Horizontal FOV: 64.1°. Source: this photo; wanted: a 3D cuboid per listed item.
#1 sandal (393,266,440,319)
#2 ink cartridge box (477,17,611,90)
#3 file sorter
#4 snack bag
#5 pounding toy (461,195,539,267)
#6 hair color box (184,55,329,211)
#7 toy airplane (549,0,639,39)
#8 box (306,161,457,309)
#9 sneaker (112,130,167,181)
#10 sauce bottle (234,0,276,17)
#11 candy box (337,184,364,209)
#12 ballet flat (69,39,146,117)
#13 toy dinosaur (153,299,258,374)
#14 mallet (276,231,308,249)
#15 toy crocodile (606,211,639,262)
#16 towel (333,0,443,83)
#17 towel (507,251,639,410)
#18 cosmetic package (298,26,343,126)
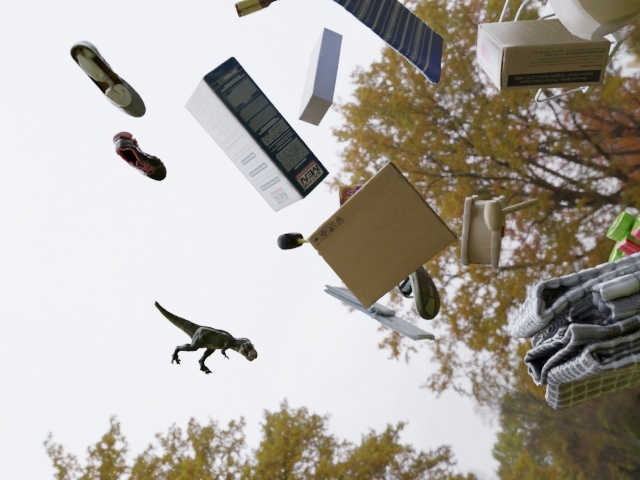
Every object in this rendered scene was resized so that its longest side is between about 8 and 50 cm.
[{"bbox_3d":[0.217,0.086,1.291,0.086,0.302,0.120,-36,-50,16],"label":"sandal"},{"bbox_3d":[0.437,-0.381,1.037,0.234,0.193,0.088,-83,-11,-56],"label":"ink cartridge box"},{"bbox_3d":[0.620,-0.545,1.372,0.173,0.277,0.193,-16,-22,-4],"label":"file sorter"},{"bbox_3d":[0.204,0.237,1.670,0.037,0.343,0.323,-63,-24,1],"label":"snack bag"},{"bbox_3d":[0.401,-0.020,1.142,0.269,0.155,0.154,-18,-70,-65],"label":"pounding toy"},{"bbox_3d":[-0.154,-0.243,1.229,0.105,0.174,0.347,-46,-76,-26],"label":"hair color box"},{"bbox_3d":[0.329,-0.268,0.253,0.272,0.386,0.384,38,-122,-66],"label":"toy airplane"},{"bbox_3d":[0.096,-0.004,0.854,0.201,0.164,0.021,-42,-5,24],"label":"box"},{"bbox_3d":[-0.325,-0.140,0.921,0.047,0.057,0.119,-36,-47,11],"label":"sneaker"},{"bbox_3d":[-0.169,-0.643,1.387,0.128,0.042,0.042,-18,-54,-1],"label":"sauce bottle"},{"bbox_3d":[0.153,-0.130,1.708,0.053,0.187,0.109,93,175,-63],"label":"candy box"},{"bbox_3d":[-0.505,-0.372,1.210,0.213,0.072,0.068,51,-164,-22],"label":"ballet flat"},{"bbox_3d":[-0.282,0.244,1.198,0.064,0.268,0.118,-147,81,-86],"label":"toy dinosaur"},{"bbox_3d":[0.000,0.000,1.104,0.062,0.190,0.039,-14,-78,-64],"label":"mallet"},{"bbox_3d":[0.704,-0.035,1.066,0.105,0.115,0.340,-49,-16,-31],"label":"toy crocodile"},{"bbox_3d":[0.150,-0.508,1.178,0.336,0.040,0.243,33,-139,-15],"label":"towel"},{"bbox_3d":[0.357,0.081,0.530,0.235,0.284,0.121,58,-166,-67],"label":"towel"},{"bbox_3d":[0.003,-0.411,1.281,0.060,0.099,0.239,16,-120,-14],"label":"cosmetic package"}]
